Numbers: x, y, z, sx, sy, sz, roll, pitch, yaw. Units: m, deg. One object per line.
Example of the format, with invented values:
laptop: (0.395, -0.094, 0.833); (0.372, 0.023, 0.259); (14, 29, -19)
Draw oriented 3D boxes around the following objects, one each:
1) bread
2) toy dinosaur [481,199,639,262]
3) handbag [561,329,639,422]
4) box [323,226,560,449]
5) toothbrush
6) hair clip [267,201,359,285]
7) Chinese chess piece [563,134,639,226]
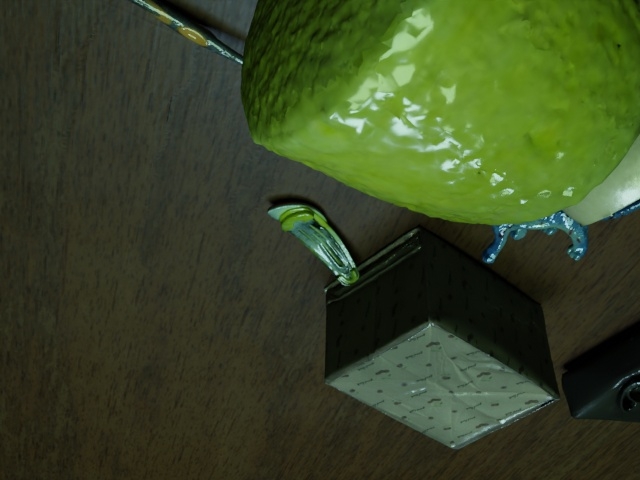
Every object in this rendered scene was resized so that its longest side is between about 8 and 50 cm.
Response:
bread: (0.112, -0.189, 0.784); (0.308, 0.348, 0.348); (28, 134, -30)
toy dinosaur: (0.297, -0.035, 1.169); (0.329, 0.076, 0.144); (8, 134, 8)
handbag: (0.595, 0.238, 1.461); (0.257, 0.113, 0.285); (18, 138, -29)
box: (0.183, 0.159, 1.316); (0.297, 0.190, 0.225); (30, 131, -30)
toothbrush: (-0.151, -0.243, 0.968); (0.321, 0.031, 0.023); (24, 134, -24)
hair clip: (0.000, 0.000, 1.250); (0.060, 0.033, 0.188); (-24, 128, 25)
Chinese chess piece: (0.368, -0.117, 0.952); (0.251, 0.251, 0.097); (-36, 83, 36)
